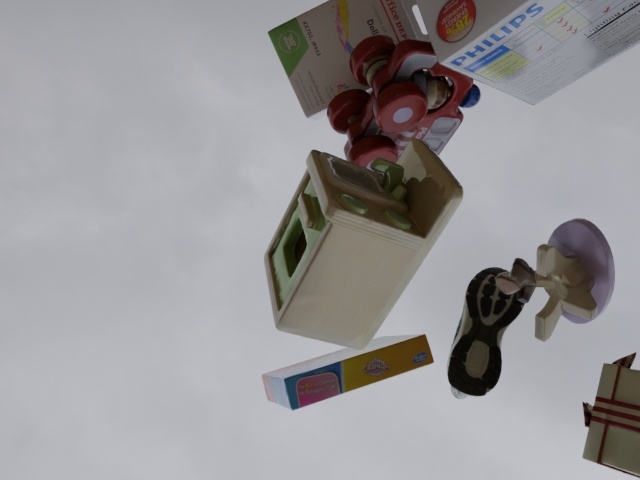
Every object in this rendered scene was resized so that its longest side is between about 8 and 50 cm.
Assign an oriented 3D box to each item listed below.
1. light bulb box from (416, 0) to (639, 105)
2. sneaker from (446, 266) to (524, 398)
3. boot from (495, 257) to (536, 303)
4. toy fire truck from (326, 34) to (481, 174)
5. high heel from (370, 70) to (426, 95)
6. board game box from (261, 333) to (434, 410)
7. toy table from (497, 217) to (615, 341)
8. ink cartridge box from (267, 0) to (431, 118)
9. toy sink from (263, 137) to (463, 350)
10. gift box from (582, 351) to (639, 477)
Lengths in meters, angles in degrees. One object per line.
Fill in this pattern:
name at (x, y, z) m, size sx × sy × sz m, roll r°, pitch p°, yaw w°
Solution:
light bulb box at (0.402, -0.444, 0.980) m, size 0.361 × 0.358 × 0.225 m, roll 3°, pitch -115°, yaw -45°
sneaker at (0.423, 0.250, 1.560) m, size 0.158 × 0.182 × 0.410 m, roll 26°, pitch -120°, yaw 10°
boot at (0.410, 0.074, 1.211) m, size 0.042 × 0.118 × 0.086 m, roll -19°, pitch -137°, yaw 45°
toy fire truck at (0.173, -0.252, 1.131) m, size 0.254 × 0.302 × 0.169 m, roll -2°, pitch -126°, yaw -27°
high heel at (0.200, -0.267, 1.562) m, size 0.181 × 0.376 × 0.127 m, roll 5°, pitch -176°, yaw 35°
board game box at (0.050, 0.280, 1.257) m, size 0.317 × 0.242 × 0.064 m, roll -14°, pitch -96°, yaw -19°
toy table at (0.574, 0.099, 1.383) m, size 0.161 × 0.274 × 0.252 m, roll -23°, pitch -164°, yaw -28°
ink cartridge box at (0.092, -0.425, 1.245) m, size 0.354 × 0.207 × 0.119 m, roll -25°, pitch -175°, yaw 7°
toy sink at (0.034, -0.015, 0.684) m, size 0.131 × 0.234 × 0.152 m, roll 18°, pitch -152°, yaw -22°
gift box at (0.760, 0.403, 1.264) m, size 0.258 × 0.255 × 0.276 m, roll -13°, pitch -129°, yaw 66°
